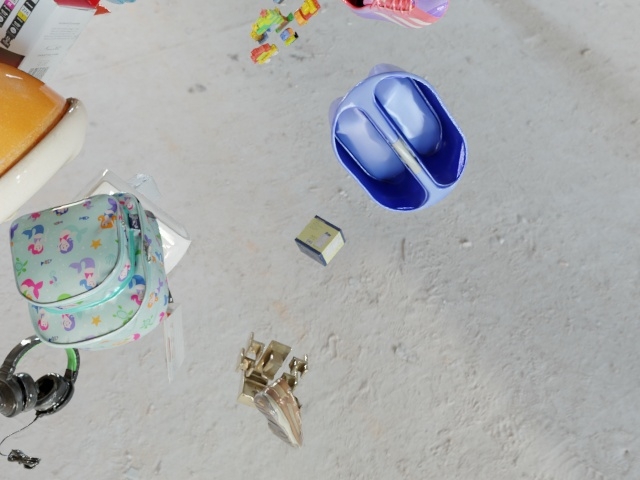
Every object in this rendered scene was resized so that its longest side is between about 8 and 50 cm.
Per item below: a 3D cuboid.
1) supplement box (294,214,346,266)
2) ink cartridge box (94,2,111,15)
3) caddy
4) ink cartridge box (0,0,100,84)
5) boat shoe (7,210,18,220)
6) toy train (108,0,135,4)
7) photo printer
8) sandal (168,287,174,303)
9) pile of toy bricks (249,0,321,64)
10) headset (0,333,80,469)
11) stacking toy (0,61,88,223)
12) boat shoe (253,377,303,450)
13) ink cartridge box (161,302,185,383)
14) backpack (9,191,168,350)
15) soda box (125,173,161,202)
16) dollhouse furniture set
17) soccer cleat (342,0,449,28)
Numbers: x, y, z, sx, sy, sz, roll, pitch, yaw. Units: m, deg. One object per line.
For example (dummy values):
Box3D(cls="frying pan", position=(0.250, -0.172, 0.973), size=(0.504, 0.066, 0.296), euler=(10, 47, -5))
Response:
Box3D(cls="supplement box", position=(0.000, 0.000, 1.071), size=(0.083, 0.056, 0.083), euler=(31, 71, 29))
Box3D(cls="ink cartridge box", position=(-0.695, -0.636, 0.969), size=(0.385, 0.091, 0.308), euler=(41, 38, -3))
Box3D(cls="caddy", position=(0.168, -0.215, 0.987), size=(0.241, 0.341, 0.179), euler=(-37, 32, 17))
Box3D(cls="ink cartridge box", position=(-0.579, -0.475, 0.786), size=(0.309, 0.272, 0.130), euler=(43, 21, -14))
Box3D(cls="boat shoe", position=(-0.714, -0.164, 0.899), size=(0.109, 0.302, 0.098), euler=(-20, 27, -16))
Box3D(cls="toy train", position=(-0.169, -0.351, 0.506), size=(0.248, 0.105, 0.143), euler=(14, 87, 31))
Box3D(cls="photo printer", position=(-0.516, -0.003, 1.181), size=(0.256, 0.307, 0.107), euler=(-43, 38, 5))
Box3D(cls="sandal", position=(-0.457, 0.190, 1.314), size=(0.040, 0.179, 0.067), euler=(-12, 61, -31))
Box3D(cls="pile of toy bricks", position=(-0.114, -0.530, 1.088), size=(0.118, 0.212, 0.105), euler=(60, 34, 0))
Box3D(cls="headset", position=(-0.897, 0.499, 1.437), size=(0.185, 0.243, 0.394), euler=(7, 76, 26))
Box3D(cls="stacking toy", position=(-0.570, -0.214, 0.525), size=(0.351, 0.480, 0.350), euler=(-21, 39, 19))
Box3D(cls="boat shoe", position=(-0.101, 0.549, 1.419), size=(0.123, 0.324, 0.116), euler=(21, 53, 33))
Box3D(cls="ink cartridge box", position=(-0.351, 0.232, 1.039), size=(0.045, 0.179, 0.145), euler=(-3, 94, -4))
Box3D(cls="backpack", position=(-0.384, 0.056, 0.770), size=(0.225, 0.191, 0.253), euler=(-15, 77, -2))
Box3D(cls="soda box", position=(-0.723, -0.128, 1.643), size=(0.091, 0.098, 0.286), euler=(11, 43, 29))
Box3D(cls="dollhouse furniture set", position=(-0.186, 0.430, 1.554), size=(0.212, 0.242, 0.161), euler=(26, 22, -14))
Box3D(cls="soccer cleat", position=(0.149, -0.503, 0.954), size=(0.095, 0.083, 0.248), euler=(-11, 32, -44))
